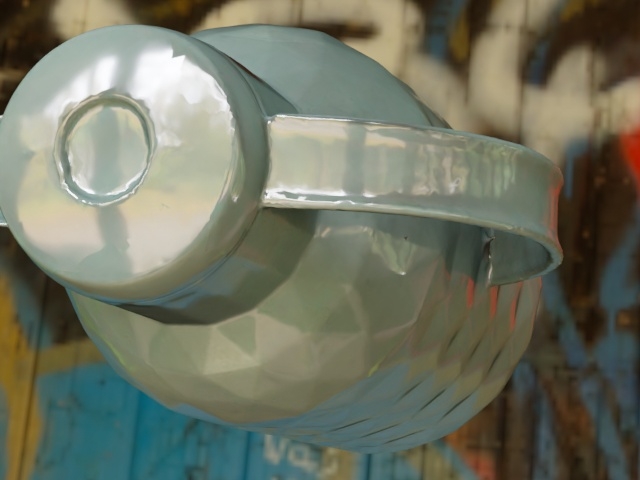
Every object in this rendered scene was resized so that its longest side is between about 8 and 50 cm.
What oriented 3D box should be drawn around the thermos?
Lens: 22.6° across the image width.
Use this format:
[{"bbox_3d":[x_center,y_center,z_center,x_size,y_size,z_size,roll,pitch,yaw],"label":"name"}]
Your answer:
[{"bbox_3d":[0.000,0.000,0.566,0.182,0.145,0.286,0,-9,17],"label":"thermos"}]
